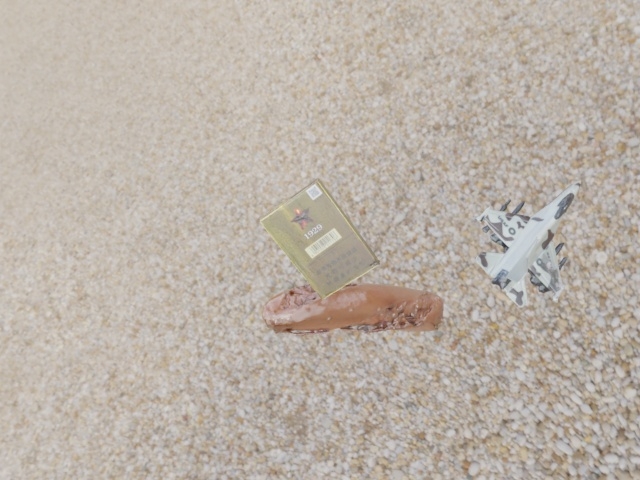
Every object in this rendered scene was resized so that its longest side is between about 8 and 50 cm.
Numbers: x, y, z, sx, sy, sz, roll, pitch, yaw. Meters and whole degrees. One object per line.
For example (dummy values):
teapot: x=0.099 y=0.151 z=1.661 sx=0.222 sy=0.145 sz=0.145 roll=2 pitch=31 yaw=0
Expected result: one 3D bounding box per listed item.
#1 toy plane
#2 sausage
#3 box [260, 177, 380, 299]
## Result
toy plane: x=0.295 y=-0.004 z=0.780 sx=0.234 sy=0.160 sz=0.082 roll=-45 pitch=2 yaw=-34
sausage: x=0.066 y=0.109 z=0.890 sx=0.087 sy=0.326 sz=0.079 roll=-63 pitch=34 yaw=39
box: x=0.000 y=0.000 z=0.699 sx=0.090 sy=0.133 sz=0.023 roll=-35 pitch=13 yaw=13
